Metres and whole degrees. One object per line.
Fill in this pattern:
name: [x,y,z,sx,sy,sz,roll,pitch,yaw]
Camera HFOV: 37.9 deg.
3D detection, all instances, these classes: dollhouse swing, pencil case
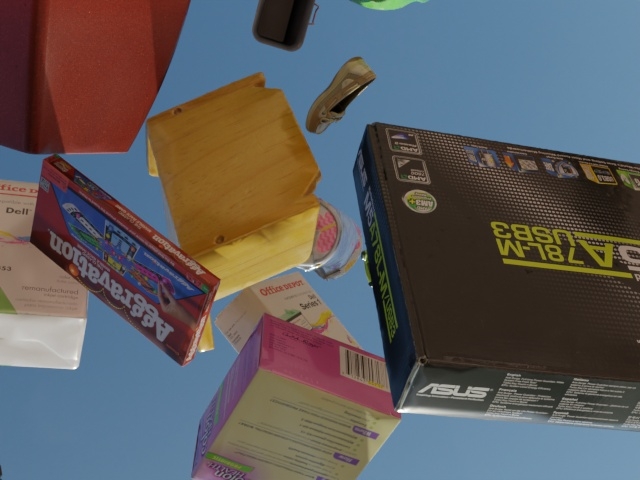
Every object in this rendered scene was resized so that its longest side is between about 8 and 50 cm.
dollhouse swing: [-0.141,-0.031,1.613,0.305,0.315,0.347,68,178,-48]
pencil case: [0.000,0.000,1.625,0.273,0.113,0.124,36,-107,-78]

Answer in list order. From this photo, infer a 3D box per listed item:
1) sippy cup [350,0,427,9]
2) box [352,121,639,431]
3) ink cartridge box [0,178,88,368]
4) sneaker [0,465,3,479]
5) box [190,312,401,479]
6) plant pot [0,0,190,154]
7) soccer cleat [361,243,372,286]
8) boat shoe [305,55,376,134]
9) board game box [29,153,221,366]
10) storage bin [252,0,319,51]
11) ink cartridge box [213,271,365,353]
sippy cup: [0.124,-0.518,1.411,0.224,0.240,0.305,34,-129,8]
box: [0.120,0.016,0.501,0.190,0.045,0.184,8,-142,-12]
ink cartridge box: [-0.452,0.018,1.403,0.207,0.119,0.353,6,-139,-16]
sneaker: [-0.319,0.145,0.708,0.124,0.107,0.283,3,-111,-73]
box: [-0.037,0.255,1.326,0.213,0.243,0.117,22,-148,-14]
plant pot: [-0.372,-0.248,1.271,0.267,0.267,0.236,-8,-69,-56]
soccer cleat: [0.160,-0.006,1.487,0.121,0.289,0.093,-7,-118,-29]
boat shoe: [0.031,-0.218,1.463,0.048,0.153,0.056,50,-149,17]
board game box: [-0.255,0.025,1.178,0.281,0.145,0.027,36,-140,16]
storage bin: [-0.057,-0.373,1.489,0.098,0.091,0.135,14,-83,-15]
ink cartridge box: [-0.040,0.207,1.796,0.278,0.117,0.201,50,-155,15]
